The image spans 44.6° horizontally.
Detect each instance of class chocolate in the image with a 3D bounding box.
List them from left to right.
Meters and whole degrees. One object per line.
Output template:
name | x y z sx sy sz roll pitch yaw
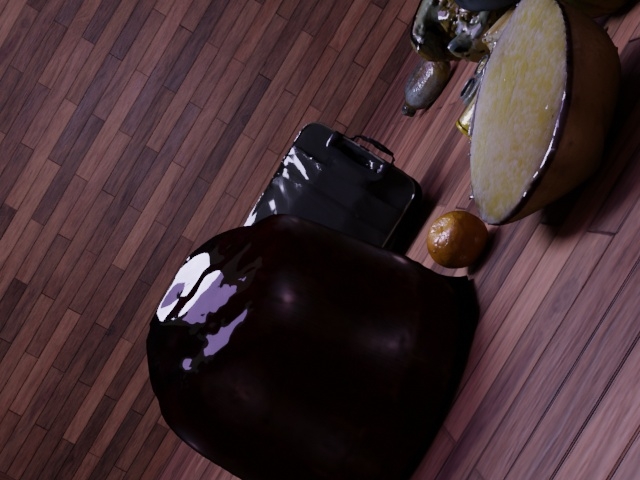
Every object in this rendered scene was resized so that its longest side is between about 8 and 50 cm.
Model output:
chocolate | -0.042 0.138 0.980 0.383 0.331 0.383 -61 5 10

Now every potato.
potato | 0.257 -0.135 0.877 0.299 0.116 0.239 -83 16 -46

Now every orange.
orange | 0.180 0.000 1.026 0.083 0.070 0.083 -44 25 27

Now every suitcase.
suitcase | 0.000 0.000 1.494 0.434 0.283 0.194 -59 -11 8

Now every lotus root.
lotus root | 0.271 -0.404 2.037 0.192 0.088 0.113 -55 14 35

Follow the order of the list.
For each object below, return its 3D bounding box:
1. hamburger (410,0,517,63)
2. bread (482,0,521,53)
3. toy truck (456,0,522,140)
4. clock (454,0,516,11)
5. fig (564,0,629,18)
hamburger | 0.302 -0.425 1.417 0.168 0.192 0.288 15 79 46
bread | 0.339 -0.345 1.258 0.177 0.084 0.119 -48 13 14
toy truck | 0.293 -0.244 1.152 0.227 0.098 0.114 -59 10 28
clock | 0.299 -0.470 1.285 0.215 0.042 0.215 -22 49 27
fig | 0.294 -0.344 0.992 0.259 0.151 0.151 -20 -12 -25
